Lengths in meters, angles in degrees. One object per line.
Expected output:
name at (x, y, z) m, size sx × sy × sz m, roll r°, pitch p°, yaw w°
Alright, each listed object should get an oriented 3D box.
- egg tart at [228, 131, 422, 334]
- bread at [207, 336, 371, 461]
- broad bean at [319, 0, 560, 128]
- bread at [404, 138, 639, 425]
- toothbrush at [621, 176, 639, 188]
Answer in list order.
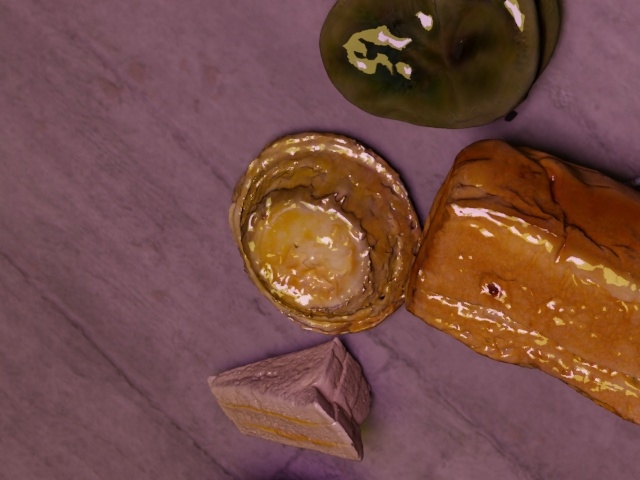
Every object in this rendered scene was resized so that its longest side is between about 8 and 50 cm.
egg tart at (0.000, 0.000, 1.563) m, size 0.191 × 0.074 × 0.191 m, roll 6°, pitch 111°, yaw 15°
bread at (-0.034, 0.159, 1.604) m, size 0.152 × 0.105 × 0.077 m, roll -21°, pitch 120°, yaw 25°
broad bean at (0.102, -0.163, 1.478) m, size 0.207 × 0.072 × 0.153 m, roll -13°, pitch 101°, yaw 35°
bread at (0.223, 0.035, 1.448) m, size 0.294 × 0.132 × 0.167 m, roll 23°, pitch 119°, yaw 4°
toothbrush at (0.238, -0.034, 1.496) m, size 0.193 × 0.013 × 0.019 m, roll -37°, pitch 86°, yaw 26°
